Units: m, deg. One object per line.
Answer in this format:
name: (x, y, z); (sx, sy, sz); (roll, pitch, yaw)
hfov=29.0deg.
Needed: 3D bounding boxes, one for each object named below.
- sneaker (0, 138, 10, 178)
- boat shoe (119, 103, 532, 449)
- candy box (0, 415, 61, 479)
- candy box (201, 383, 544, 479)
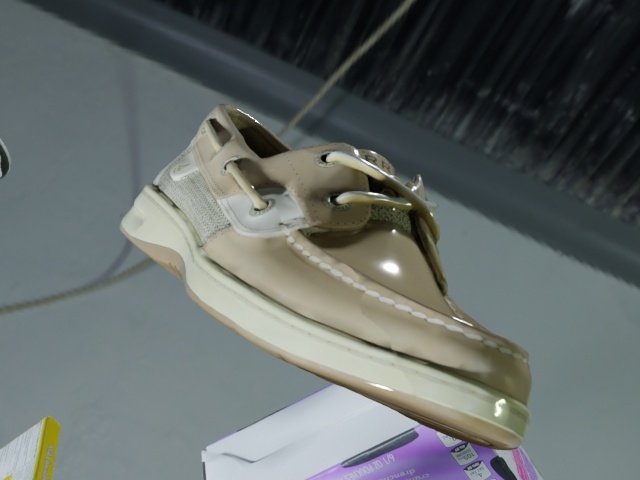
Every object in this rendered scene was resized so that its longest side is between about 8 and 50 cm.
sneaker: (-0.210, -0.057, 0.722); (0.032, 0.083, 0.037); (-32, 46, 5)
boat shoe: (0.000, 0.000, 0.559); (0.109, 0.302, 0.098); (30, 90, -30)
candy box: (-0.332, 0.288, 1.321); (0.027, 0.105, 0.206); (46, 23, -29)
candy box: (0.051, 0.171, 0.750); (0.196, 0.165, 0.070); (54, 15, -33)
